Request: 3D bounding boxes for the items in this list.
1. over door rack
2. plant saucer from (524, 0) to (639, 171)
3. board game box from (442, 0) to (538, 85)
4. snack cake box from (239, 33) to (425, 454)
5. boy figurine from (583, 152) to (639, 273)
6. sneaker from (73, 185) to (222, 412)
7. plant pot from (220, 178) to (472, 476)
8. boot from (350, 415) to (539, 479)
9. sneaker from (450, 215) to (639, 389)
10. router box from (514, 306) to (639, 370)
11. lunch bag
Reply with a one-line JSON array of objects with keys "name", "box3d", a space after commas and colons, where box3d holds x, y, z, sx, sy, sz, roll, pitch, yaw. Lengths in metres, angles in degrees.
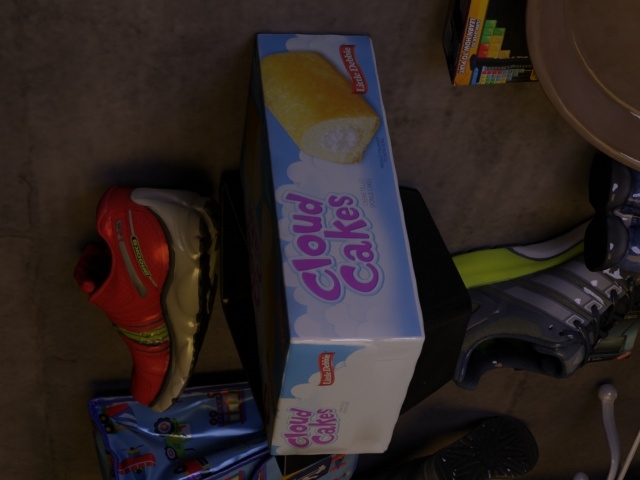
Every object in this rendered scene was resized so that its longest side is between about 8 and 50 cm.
[{"name": "over door rack", "box3d": [0.436, 0.171, 1.398, 0.240, 0.108, 0.324, 6, 128, -21]}, {"name": "plant saucer", "box3d": [0.270, -0.141, 0.822, 0.278, 0.041, 0.278, 10, 140, 8]}, {"name": "board game box", "box3d": [0.166, -0.181, 0.888, 0.141, 0.048, 0.170, -3, 144, -6]}, {"name": "snack cake box", "box3d": [0.000, 0.000, 0.917, 0.089, 0.264, 0.152, 0, 143, -11]}, {"name": "boy figurine", "box3d": [0.364, -0.003, 1.075, 0.285, 0.177, 0.092, 7, 180, -2]}, {"name": "sneaker", "box3d": [-0.152, 0.044, 1.117, 0.118, 0.107, 0.279, 14, 139, 1]}, {"name": "plant pot", "box3d": [0.021, 0.055, 1.086, 0.167, 0.187, 0.188, -15, 146, -13]}, {"name": "boot", "box3d": [0.121, 0.273, 1.482, 0.190, 0.076, 0.208, -5, 156, -38]}, {"name": "sneaker", "box3d": [0.235, 0.059, 1.169, 0.300, 0.121, 0.111, -18, 144, 13]}, {"name": "router box", "box3d": [0.250, 0.085, 1.280, 0.122, 0.038, 0.092, -7, 144, -2]}, {"name": "lunch bag", "box3d": [-0.078, 0.230, 1.367, 0.293, 0.138, 0.221, -16, 148, -13]}]
